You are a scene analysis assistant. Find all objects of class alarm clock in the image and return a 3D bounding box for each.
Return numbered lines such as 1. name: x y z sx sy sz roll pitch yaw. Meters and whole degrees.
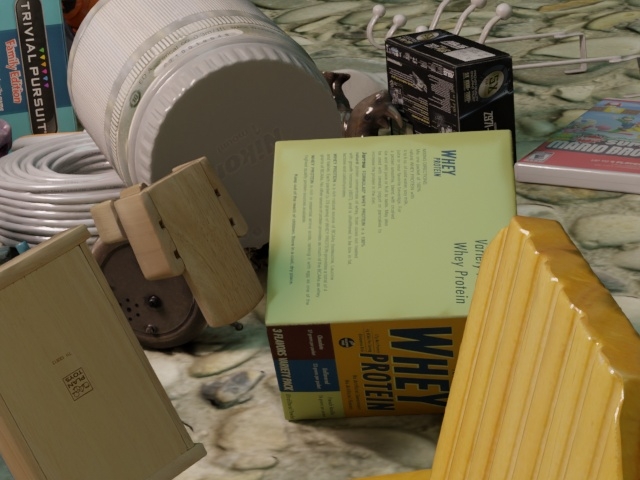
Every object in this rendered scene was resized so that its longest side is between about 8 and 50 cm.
1. alarm clock: -0.170 0.035 1.540 0.192 0.129 0.064 1 22 20

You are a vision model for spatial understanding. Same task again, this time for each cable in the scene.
1. cable: -0.254 -0.058 1.869 0.257 0.089 0.257 -11 21 -15

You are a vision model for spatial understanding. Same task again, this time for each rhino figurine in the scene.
1. rhino figurine: 0.010 -0.155 2.051 0.243 0.106 0.073 12 8 40

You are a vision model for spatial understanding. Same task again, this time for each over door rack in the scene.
1. over door rack: 0.245 -0.269 2.201 0.324 0.108 0.239 4 14 -13

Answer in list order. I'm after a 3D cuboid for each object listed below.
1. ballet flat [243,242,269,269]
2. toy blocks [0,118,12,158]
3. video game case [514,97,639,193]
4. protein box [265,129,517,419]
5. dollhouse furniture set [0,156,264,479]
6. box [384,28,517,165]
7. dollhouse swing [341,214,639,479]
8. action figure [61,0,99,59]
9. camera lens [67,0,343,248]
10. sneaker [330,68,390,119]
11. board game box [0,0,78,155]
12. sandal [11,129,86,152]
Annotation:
1. ballet flat: 0.000 0.000 1.649 0.250 0.084 0.058 1 43 50
2. toy blocks: -0.498 -0.162 1.807 0.309 0.260 0.288 29 34 2
3. video game case: 0.379 -0.114 1.973 0.204 0.025 0.285 7 23 30
4. protein box: 0.065 0.029 1.387 0.201 0.136 0.200 -3 50 5
5. dollhouse furniture set: -0.223 0.103 1.351 0.286 0.198 0.303 -32 10 -32
6. box: 0.153 -0.159 1.969 0.077 0.147 0.180 -13 21 -22
7. dollhouse swing: -0.001 0.177 0.868 0.315 0.305 0.347 -6 21 -4
8. action figure: -0.255 -0.298 2.283 0.341 0.179 0.330 6 -27 -17
9. camera lens: -0.120 -0.138 1.665 0.219 0.219 0.274 -12 30 -19
10. sneaker: 0.063 -0.189 2.190 0.212 0.080 0.094 -2 13 -23
11. board game box: -0.483 -0.209 2.088 0.336 0.254 0.079 -9 24 -11
12. sandal: -0.257 -0.137 2.049 0.265 0.076 0.102 1 -16 17
